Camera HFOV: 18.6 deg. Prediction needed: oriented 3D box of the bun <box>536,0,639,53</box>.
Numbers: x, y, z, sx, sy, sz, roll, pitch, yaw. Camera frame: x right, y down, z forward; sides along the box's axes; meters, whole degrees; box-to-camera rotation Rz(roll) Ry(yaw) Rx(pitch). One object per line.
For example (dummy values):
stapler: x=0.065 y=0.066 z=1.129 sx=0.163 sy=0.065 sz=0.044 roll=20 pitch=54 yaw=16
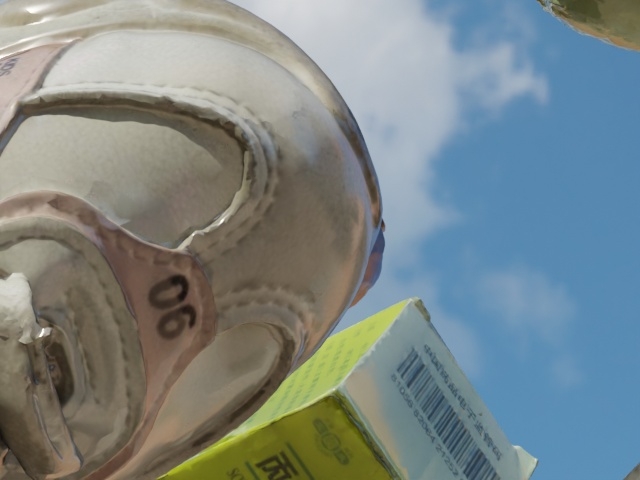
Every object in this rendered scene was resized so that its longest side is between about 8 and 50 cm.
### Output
bun: x=0.254 y=-0.284 z=1.435 sx=0.293 sy=0.187 sz=0.293 roll=-8 pitch=-69 yaw=-20

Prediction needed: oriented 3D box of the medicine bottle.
medicine bottle: x=-0.019 y=0.157 z=1.155 sx=0.250 sy=0.141 sz=0.137 roll=-29 pitch=-82 yaw=30

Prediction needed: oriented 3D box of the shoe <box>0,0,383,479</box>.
shoe: x=-0.139 y=0.055 z=0.610 sx=0.351 sy=0.198 sz=0.172 roll=-24 pitch=-69 yaw=1

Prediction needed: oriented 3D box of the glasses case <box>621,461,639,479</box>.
glasses case: x=0.190 y=0.136 z=0.917 sx=0.060 sy=0.114 sz=0.299 roll=16 pitch=-46 yaw=-20

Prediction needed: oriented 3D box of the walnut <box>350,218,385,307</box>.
walnut: x=0.000 y=0.000 z=1.598 sx=0.116 sy=0.207 sz=0.115 roll=0 pitch=-79 yaw=2
